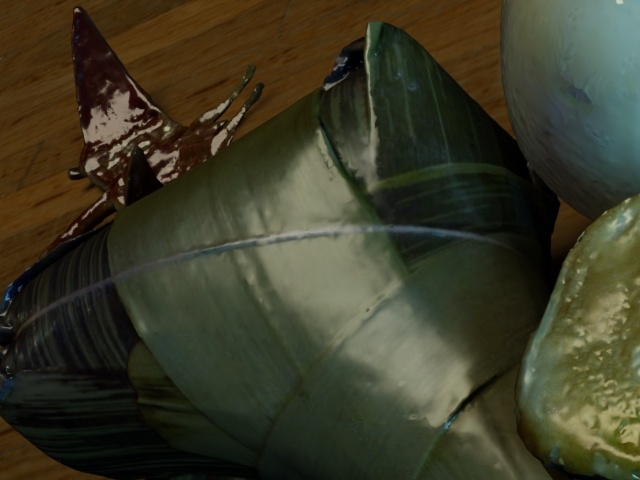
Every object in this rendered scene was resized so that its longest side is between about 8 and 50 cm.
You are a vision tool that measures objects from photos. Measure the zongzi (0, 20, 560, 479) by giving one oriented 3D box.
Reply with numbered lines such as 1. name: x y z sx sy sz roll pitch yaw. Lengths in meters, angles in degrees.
1. zongzi: -0.014 0.095 0.875 0.289 0.154 0.318 -32 46 20

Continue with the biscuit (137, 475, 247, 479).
1. biscuit: -0.156 0.198 1.019 0.280 0.043 0.183 -34 32 18

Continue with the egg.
1. egg: 0.159 -0.088 0.839 0.161 0.206 0.271 -30 30 -30

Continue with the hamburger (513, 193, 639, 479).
1. hamburger: 0.165 0.069 0.712 0.159 0.131 0.185 0 54 39

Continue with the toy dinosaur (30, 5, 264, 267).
1. toy dinosaur: -0.135 -0.073 1.297 0.206 0.113 0.327 -25 30 27
